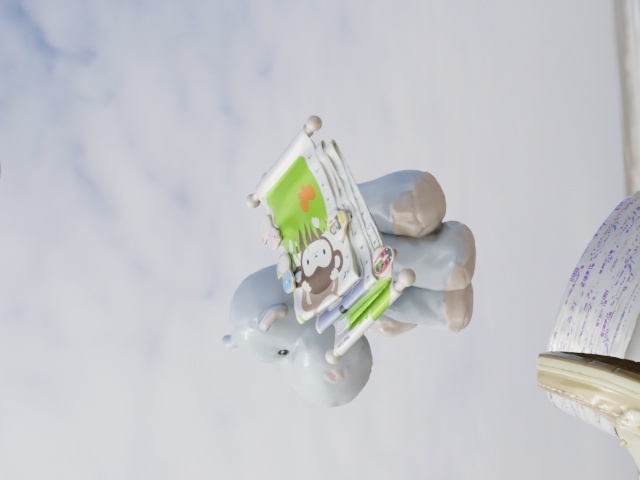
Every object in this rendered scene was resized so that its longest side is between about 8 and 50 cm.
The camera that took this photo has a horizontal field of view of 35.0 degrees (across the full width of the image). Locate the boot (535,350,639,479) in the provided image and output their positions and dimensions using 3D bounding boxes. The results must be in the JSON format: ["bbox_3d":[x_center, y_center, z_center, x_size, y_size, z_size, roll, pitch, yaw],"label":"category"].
[{"bbox_3d":[0.285,0.216,0.862,0.095,0.262,0.204,-3,-71,-61],"label":"boot"}]

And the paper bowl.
[{"bbox_3d":[0.391,0.094,1.170,0.284,0.148,0.284,-30,-48,-40],"label":"paper bowl"}]

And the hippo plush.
[{"bbox_3d":[0.018,0.044,1.123,0.294,0.234,0.236,46,-127,-3],"label":"hippo plush"}]

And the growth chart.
[{"bbox_3d":[0.000,0.000,0.988,0.021,0.172,0.237,0,-131,-36],"label":"growth chart"}]
